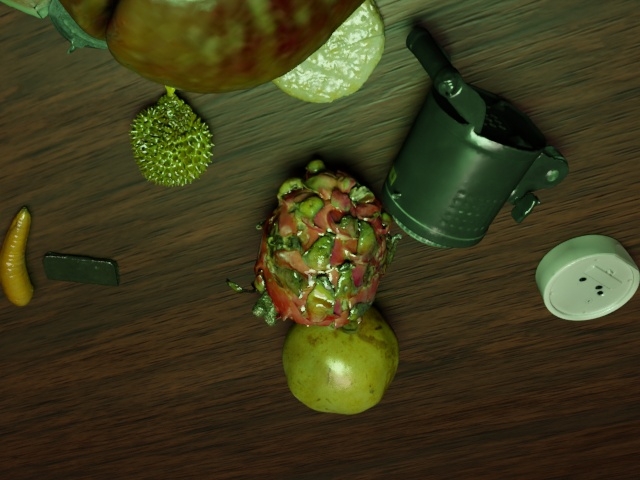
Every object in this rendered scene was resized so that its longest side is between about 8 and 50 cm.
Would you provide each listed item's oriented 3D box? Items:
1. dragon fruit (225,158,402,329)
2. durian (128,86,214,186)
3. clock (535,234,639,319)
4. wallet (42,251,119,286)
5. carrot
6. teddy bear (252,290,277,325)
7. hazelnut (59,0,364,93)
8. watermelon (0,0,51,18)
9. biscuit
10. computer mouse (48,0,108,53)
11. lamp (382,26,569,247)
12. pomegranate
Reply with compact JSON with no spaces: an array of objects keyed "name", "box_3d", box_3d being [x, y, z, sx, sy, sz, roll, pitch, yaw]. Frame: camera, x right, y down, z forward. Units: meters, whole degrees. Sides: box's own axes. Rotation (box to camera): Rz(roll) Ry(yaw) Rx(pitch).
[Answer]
[{"name":"dragon fruit","box_3d":[0.000,0.000,1.019,0.268,0.250,0.291,14,116,29]},{"name":"durian","box_3d":[-0.260,-0.175,0.964,0.146,0.102,0.208,12,125,-3]},{"name":"clock","box_3d":[0.575,0.083,1.200,0.196,0.068,0.197,-1,129,-1]},{"name":"wallet","box_3d":[-0.522,0.065,1.209,0.156,0.018,0.082,5,130,-5]},{"name":"carrot","box_3d":[-0.644,0.040,1.167,0.066,0.062,0.271,29,127,18]},{"name":"teddy bear","box_3d":[-0.078,0.108,1.218,0.160,0.078,0.119,-38,141,2]},{"name":"hazelnut","box_3d":[-0.104,-0.386,0.607,0.429,0.402,0.402,-32,124,6]},{"name":"watermelon","box_3d":[-0.429,-0.426,0.714,0.260,0.176,0.256,24,124,-1]},{"name":"biscuit","box_3d":[-0.005,-0.320,0.886,0.219,0.033,0.220,-1,130,-1]},{"name":"computer mouse","box_3d":[-0.309,-0.369,0.813,0.229,0.068,0.113,-37,150,20]},{"name":"lamp","box_3d":[0.221,-0.123,0.935,0.373,0.205,0.272,24,122,-32]},{"name":"pomegranate","box_3d":[0.042,0.262,1.226,0.264,0.264,0.265,0,130,0]}]
